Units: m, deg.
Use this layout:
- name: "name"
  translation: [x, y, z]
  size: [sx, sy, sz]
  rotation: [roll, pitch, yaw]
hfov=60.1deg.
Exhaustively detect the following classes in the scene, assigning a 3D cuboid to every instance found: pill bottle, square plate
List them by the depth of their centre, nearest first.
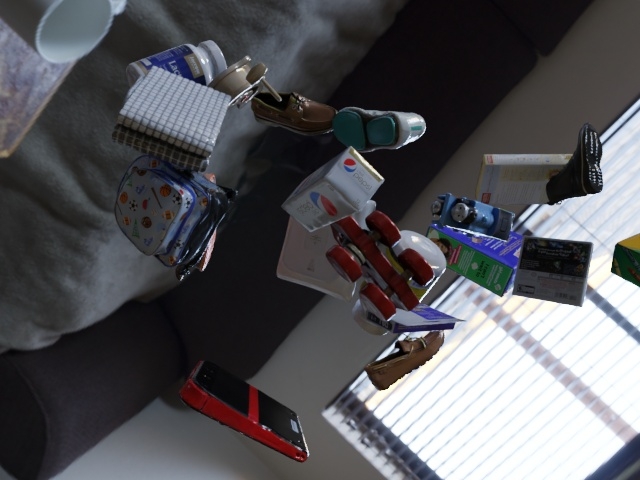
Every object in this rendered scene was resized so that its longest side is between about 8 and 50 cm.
- name: "pill bottle"
  translation: [-0.420, -0.490, 1.638]
  size: [0.265, 0.153, 0.153]
  rotation: [-31, 169, -24]
- name: "pill bottle"
  translation: [0.239, 0.146, 1.774]
  size: [0.334, 0.188, 0.188]
  rotation: [-59, 170, 32]
- name: "square plate"
  translation: [0.000, 0.000, 1.899]
  size: [0.049, 0.347, 0.344]
  rotation: [13, 92, -52]

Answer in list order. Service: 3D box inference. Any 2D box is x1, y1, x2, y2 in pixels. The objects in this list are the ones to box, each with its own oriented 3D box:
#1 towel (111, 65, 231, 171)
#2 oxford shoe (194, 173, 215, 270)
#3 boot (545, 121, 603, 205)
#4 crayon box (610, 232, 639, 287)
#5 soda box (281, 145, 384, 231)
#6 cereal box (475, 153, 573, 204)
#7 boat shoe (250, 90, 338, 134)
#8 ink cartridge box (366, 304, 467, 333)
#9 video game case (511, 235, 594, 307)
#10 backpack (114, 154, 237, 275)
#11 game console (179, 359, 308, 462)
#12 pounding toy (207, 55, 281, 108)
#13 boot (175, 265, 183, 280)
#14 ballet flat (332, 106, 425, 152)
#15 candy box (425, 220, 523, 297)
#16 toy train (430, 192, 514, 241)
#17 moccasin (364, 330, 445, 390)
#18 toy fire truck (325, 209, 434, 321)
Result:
- name: "towel"
  translation: [-0.367, -0.302, 1.381]
  size: [0.283, 0.235, 0.121]
  rotation: [-90, -157, -51]
- name: "oxford shoe"
  translation: [-0.448, -0.066, 1.977]
  size: [0.130, 0.133, 0.363]
  rotation: [-88, -177, -72]
- name: "boot"
  translation: [0.635, -0.192, 1.408]
  size: [0.137, 0.077, 0.197]
  rotation: [-24, -134, 54]
- name: "crayon box"
  translation: [0.785, 0.031, 1.172]
  size: [0.278, 0.165, 0.081]
  rotation: [-19, 121, -21]
- name: "soda box"
  translation: [0.013, -0.074, 0.877]
  size: [0.069, 0.074, 0.216]
  rotation: [-51, -169, -18]
- name: "cereal box"
  translation: [0.564, -0.168, 1.540]
  size: [0.173, 0.240, 0.047]
  rotation: [81, 13, -55]
- name: "boat shoe"
  translation: [-0.087, -0.430, 1.836]
  size: [0.104, 0.307, 0.110]
  rotation: [78, 21, -60]
- name: "ink cartridge box"
  translation: [0.268, 0.227, 1.560]
  size: [0.208, 0.206, 0.045]
  rotation: [-167, -102, -65]
- name: "video game case"
  translation: [0.624, 0.080, 1.492]
  size: [0.022, 0.190, 0.173]
  rotation: [16, 84, -43]
- name: "backpack"
  translation: [-0.400, -0.086, 1.414]
  size: [0.276, 0.263, 0.213]
  rotation: [-56, 155, 10]
- name: "game console"
  translation: [-0.200, 0.443, 1.462]
  size: [0.060, 0.342, 0.386]
  rotation: [-58, -176, -6]
- name: "pounding toy"
  translation: [-0.217, -0.412, 1.572]
  size: [0.154, 0.155, 0.269]
  rotation: [-40, -173, -5]
- name: "boot"
  translation: [-0.491, 0.092, 2.090]
  size: [0.114, 0.106, 0.037]
  rotation: [-18, 144, 22]
- name: "ballet flat"
  translation: [0.174, -0.334, 1.656]
  size: [0.139, 0.139, 0.400]
  rotation: [-47, -154, -9]
- name: "candy box"
  translation: [0.550, 0.032, 1.881]
  size: [0.268, 0.317, 0.122]
  rotation: [-21, 131, -46]
- name: "toy train"
  translation: [0.314, -0.049, 1.149]
  size: [0.105, 0.184, 0.080]
  rotation: [13, -90, 53]
- name: "moccasin"
  translation: [0.352, 0.462, 2.285]
  size: [0.380, 0.147, 0.139]
  rotation: [-30, -179, -9]
- name: "toy fire truck"
  translation: [0.127, 0.061, 1.409]
  size: [0.169, 0.302, 0.254]
  rotation: [-42, -175, -11]
